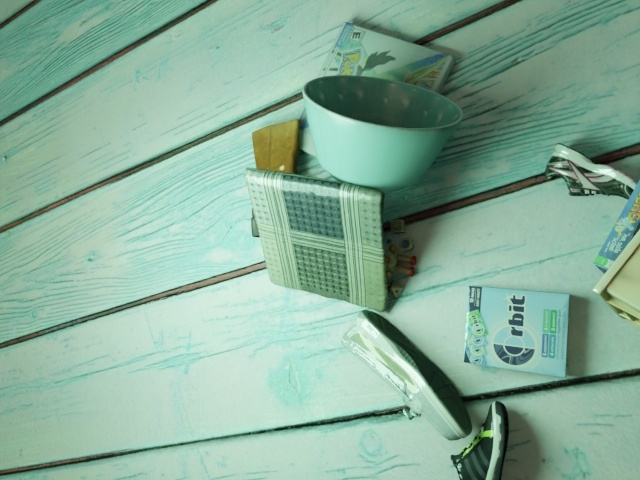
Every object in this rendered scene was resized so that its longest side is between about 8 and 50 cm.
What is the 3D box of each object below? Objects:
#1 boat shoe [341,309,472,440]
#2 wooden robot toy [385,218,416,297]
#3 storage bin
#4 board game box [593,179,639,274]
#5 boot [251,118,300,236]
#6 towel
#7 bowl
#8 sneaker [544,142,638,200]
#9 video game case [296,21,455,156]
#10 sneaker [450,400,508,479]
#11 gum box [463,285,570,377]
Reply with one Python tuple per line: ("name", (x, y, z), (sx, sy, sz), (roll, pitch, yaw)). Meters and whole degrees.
("boat shoe", (0.172, 0.282, 0.990), (0.320, 0.118, 0.103), (44, 108, 27))
("wooden robot toy", (0.163, 0.038, 1.040), (0.076, 0.079, 0.173), (9, 88, 26))
("storage bin", (0.589, 0.031, 0.751), (0.123, 0.260, 0.262), (40, 101, 41))
("board game box", (0.554, -0.027, 0.836), (0.035, 0.136, 0.201), (32, 98, 43))
("boot", (-0.054, -0.149, 1.162), (0.264, 0.096, 0.280), (-2, 84, 37))
("towel", (0.000, 0.000, 1.039), (0.312, 0.056, 0.324), (12, 132, 23))
("bowl", (0.109, -0.207, 0.963), (0.312, 0.312, 0.163), (27, 127, 25))
("sneaker", (0.513, -0.111, 0.914), (0.178, 0.072, 0.077), (39, 112, 32))
("video game case", (0.106, -0.323, 1.136), (0.300, 0.036, 0.328), (30, 96, 25))
("sneaker", (0.299, 0.422, 0.925), (0.097, 0.084, 0.234), (9, 87, 27))
("gum box", (0.382, 0.173, 0.942), (0.185, 0.041, 0.156), (4, 85, 26))
